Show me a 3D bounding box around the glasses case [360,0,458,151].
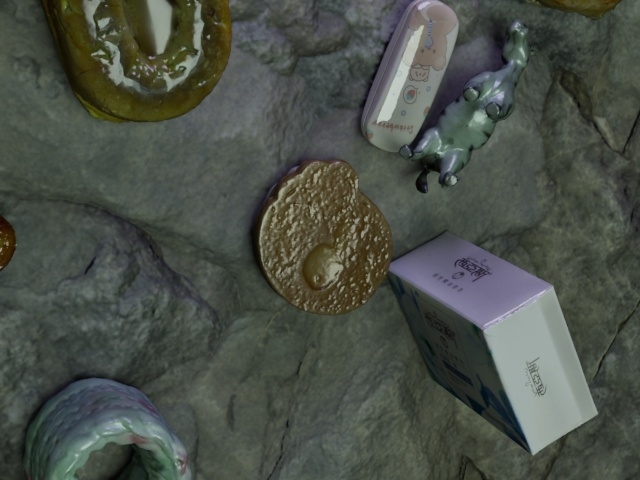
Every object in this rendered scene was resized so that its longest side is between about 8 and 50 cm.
[{"bbox_3d":[0.116,-0.214,1.639,0.081,0.051,0.204,16,99,-33],"label":"glasses case"}]

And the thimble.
[{"bbox_3d":[-0.268,0.288,1.552,0.185,0.149,0.211,24,95,-31],"label":"thimble"}]

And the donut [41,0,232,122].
[{"bbox_3d":[-0.203,-0.262,1.430,0.208,0.128,0.261,-27,116,-17],"label":"donut"}]

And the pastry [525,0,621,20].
[{"bbox_3d":[0.331,-0.424,1.646,0.236,0.121,0.257,27,94,-25],"label":"pastry"}]

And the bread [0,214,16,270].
[{"bbox_3d":[-0.394,0.003,1.458,0.085,0.053,0.085,-7,108,-24],"label":"bread"}]

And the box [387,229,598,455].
[{"bbox_3d":[0.219,0.127,1.664,0.116,0.274,0.203,-29,116,-14],"label":"box"}]

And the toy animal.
[{"bbox_3d":[0.204,-0.169,1.632,0.090,0.170,0.255,42,90,4],"label":"toy animal"}]

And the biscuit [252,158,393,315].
[{"bbox_3d":[0.000,0.000,1.649,0.181,0.049,0.208,-43,118,-9],"label":"biscuit"}]
